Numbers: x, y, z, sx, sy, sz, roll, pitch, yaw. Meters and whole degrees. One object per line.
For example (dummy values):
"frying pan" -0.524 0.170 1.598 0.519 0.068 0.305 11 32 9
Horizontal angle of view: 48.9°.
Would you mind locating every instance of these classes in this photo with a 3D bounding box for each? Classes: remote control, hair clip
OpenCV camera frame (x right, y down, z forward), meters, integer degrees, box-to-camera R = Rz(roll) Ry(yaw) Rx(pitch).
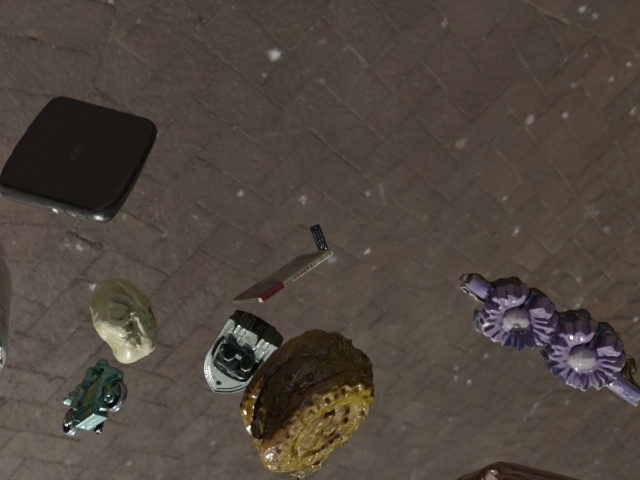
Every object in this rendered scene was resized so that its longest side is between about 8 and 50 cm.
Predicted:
"remote control" 0.000 0.000 1.951 0.034 0.091 0.016 -21 179 8
"hair clip" 0.317 0.125 0.950 0.106 0.292 0.084 -61 180 34

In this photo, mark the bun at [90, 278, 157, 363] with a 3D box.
"bun" -0.505 0.205 1.856 0.145 0.229 0.229 -19 141 10

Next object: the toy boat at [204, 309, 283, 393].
"toy boat" -0.205 0.292 1.720 0.141 0.092 0.319 32 133 -3

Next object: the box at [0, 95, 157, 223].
"box" -0.237 -0.081 0.701 0.027 0.125 0.126 91 17 -60

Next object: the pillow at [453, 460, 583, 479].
"pillow" 0.288 0.391 1.030 0.223 0.084 0.236 19 140 -8

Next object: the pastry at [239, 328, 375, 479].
"pastry" -0.017 0.266 1.174 0.240 0.132 0.235 -41 146 -3

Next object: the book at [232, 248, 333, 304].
"book" -0.093 0.091 1.735 0.232 0.162 0.022 -33 101 -31

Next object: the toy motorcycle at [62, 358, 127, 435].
"toy motorcycle" -0.667 0.450 2.058 0.296 0.198 0.109 -36 136 25

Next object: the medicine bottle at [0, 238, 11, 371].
"medicine bottle" -0.768 0.131 1.484 0.213 0.379 0.214 -10 125 -15
